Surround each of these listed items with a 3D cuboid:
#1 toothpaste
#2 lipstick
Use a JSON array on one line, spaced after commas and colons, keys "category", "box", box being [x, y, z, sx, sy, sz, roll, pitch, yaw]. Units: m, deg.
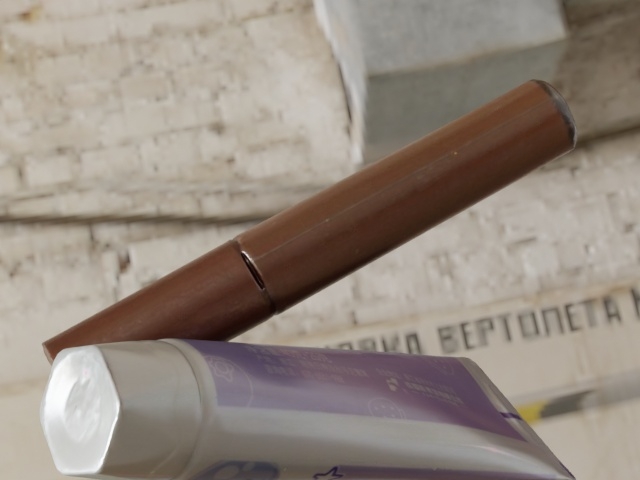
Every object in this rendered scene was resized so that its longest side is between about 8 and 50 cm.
[{"category": "toothpaste", "box": [0.009, 0.104, 0.946, 0.371, 0.125, 0.080, 5, -57, -43]}, {"category": "lipstick", "box": [0.000, 0.000, 0.960, 0.357, 0.057, 0.057, -28, -12, -15]}]
